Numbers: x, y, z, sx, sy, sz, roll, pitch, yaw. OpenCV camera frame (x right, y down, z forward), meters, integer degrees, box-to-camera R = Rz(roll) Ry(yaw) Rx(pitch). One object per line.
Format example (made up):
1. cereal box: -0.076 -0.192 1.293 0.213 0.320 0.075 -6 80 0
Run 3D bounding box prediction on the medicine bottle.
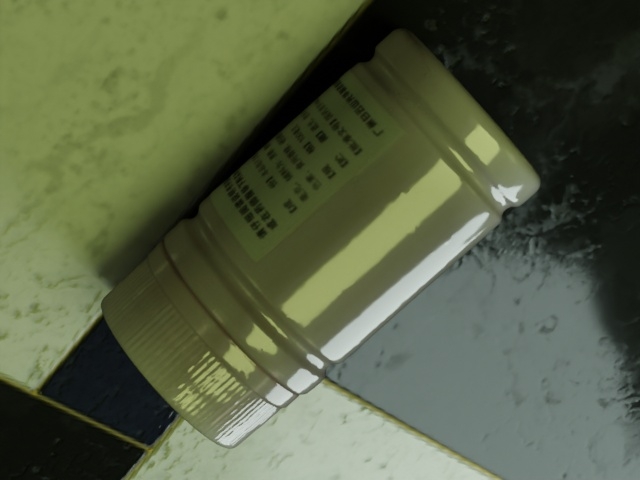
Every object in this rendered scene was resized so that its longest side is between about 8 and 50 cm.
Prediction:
1. medicine bottle: 0.000 0.000 1.052 0.250 0.133 0.133 -43 130 5
